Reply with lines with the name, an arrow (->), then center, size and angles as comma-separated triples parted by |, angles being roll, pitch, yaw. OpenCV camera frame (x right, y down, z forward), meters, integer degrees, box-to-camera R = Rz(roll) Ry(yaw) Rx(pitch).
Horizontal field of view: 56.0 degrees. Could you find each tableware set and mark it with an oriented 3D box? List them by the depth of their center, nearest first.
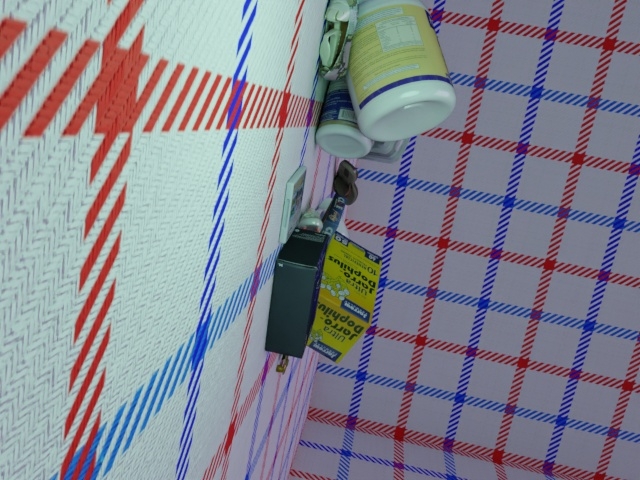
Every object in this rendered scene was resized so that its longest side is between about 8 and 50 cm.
tableware set -> -0.113, 0.367, 1.859 | 0.154, 0.024, 0.104 | -49, 153, -82

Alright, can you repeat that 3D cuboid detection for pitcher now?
pitcher -> 0.024, -0.024, 2.035 | 0.178, 0.125, 0.207 | -30, 124, -56

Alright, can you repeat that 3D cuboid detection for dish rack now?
dish rack -> 0.236, -0.443, 2.293 | 0.333, 0.072, 0.285 | 23, -94, 57

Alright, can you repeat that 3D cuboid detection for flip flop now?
flip flop -> 0.094, -0.221, 2.416 | 0.080, 0.112, 0.277 | -49, 167, -19

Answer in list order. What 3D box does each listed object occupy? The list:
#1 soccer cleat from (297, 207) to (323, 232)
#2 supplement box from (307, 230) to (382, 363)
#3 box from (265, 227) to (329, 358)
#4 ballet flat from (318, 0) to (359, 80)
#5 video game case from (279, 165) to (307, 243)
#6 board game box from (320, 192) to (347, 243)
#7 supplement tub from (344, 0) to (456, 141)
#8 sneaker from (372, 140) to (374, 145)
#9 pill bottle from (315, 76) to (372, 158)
soccer cleat -> -0.028, -0.053, 1.617 | 0.196, 0.068, 0.076 | 122, -25, -84
supplement box -> 0.047, 0.163, 1.860 | 0.195, 0.194, 0.356 | -55, -171, 32
box -> -0.057, 0.127, 1.487 | 0.184, 0.103, 0.261 | -63, 164, -62
ballet flat -> 0.036, -0.474, 1.365 | 0.079, 0.077, 0.221 | -22, 128, -53
video game case -> -0.062, -0.086, 1.390 | 0.157, 0.019, 0.143 | -64, 165, -67
board game box -> 0.000, 0.000, 1.779 | 0.165, 0.042, 0.243 | -70, -174, -56
supplement tub -> 0.172, -0.435, 1.459 | 0.241, 0.241, 0.331 | 82, -5, -75
sneaker -> 0.143, -0.453, 2.230 | 0.366, 0.137, 0.210 | -103, -143, -64
pill bottle -> 0.086, -0.368, 1.628 | 0.153, 0.153, 0.265 | 88, 15, -69
